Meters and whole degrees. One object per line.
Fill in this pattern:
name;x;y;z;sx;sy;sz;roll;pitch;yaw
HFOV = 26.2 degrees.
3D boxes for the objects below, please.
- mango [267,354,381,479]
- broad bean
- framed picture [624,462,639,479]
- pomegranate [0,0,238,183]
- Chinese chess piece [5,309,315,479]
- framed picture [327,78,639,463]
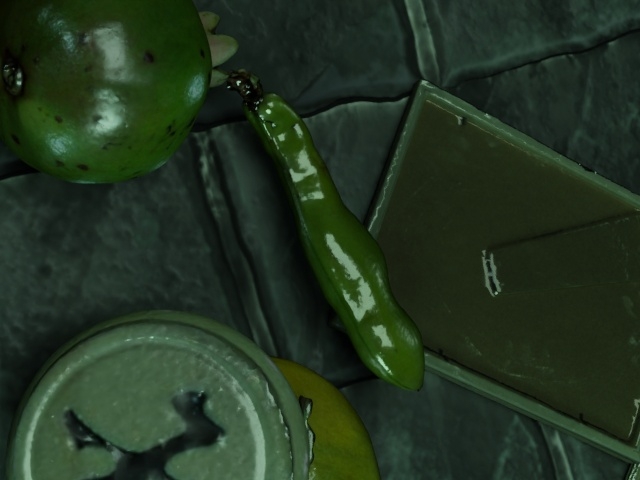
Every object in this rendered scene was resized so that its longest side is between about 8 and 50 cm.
mango;-0.017;0.174;1.122;0.122;0.085;0.191;-23;93;-19
broad bean;0.003;-0.005;1.138;0.318;0.056;0.098;57;27;-13
framed picture;0.398;0.179;1.342;0.173;0.010;0.231;30;73;-18
pomegranate;-0.155;-0.140;1.070;0.225;0.187;0.187;-24;94;-52
Chinese chess piece;-0.119;0.164;1.035;0.238;0.092;0.237;0;81;1
framed picture;0.191;0.031;1.265;0.335;0.022;0.247;25;73;-18
